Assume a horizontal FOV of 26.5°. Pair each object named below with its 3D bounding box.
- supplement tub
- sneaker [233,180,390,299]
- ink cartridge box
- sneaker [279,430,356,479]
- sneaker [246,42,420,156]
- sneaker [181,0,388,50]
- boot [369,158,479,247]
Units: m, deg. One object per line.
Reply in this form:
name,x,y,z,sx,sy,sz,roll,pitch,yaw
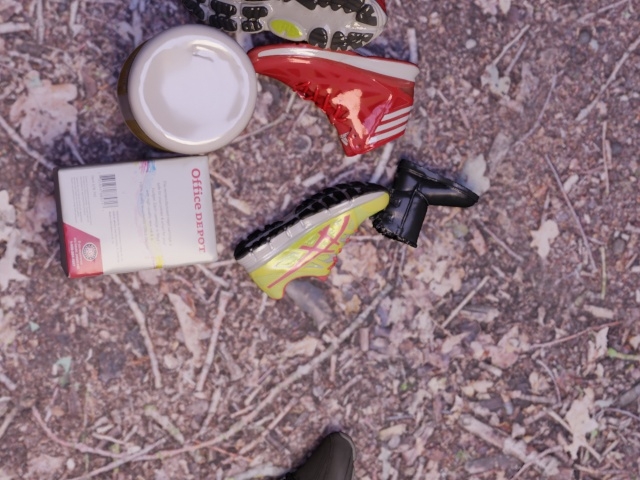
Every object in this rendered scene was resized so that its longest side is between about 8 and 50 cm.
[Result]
supplement tub,-0.159,-0.172,1.573,0.144,0.200,0.144,-1,95,-14
sneaker,0.000,0.000,1.693,0.209,0.081,0.094,-29,107,-3
ink cartridge box,-0.220,-0.031,1.605,0.176,0.127,0.128,-5,95,-13
sneaker,-0.049,0.348,1.689,0.106,0.101,0.267,32,86,-11
sneaker,0.013,-0.170,1.675,0.221,0.087,0.128,6,91,-13
sneaker,-0.052,-0.302,1.646,0.279,0.118,0.107,21,117,6
boot,0.131,-0.038,1.733,0.121,0.045,0.099,24,86,-7
